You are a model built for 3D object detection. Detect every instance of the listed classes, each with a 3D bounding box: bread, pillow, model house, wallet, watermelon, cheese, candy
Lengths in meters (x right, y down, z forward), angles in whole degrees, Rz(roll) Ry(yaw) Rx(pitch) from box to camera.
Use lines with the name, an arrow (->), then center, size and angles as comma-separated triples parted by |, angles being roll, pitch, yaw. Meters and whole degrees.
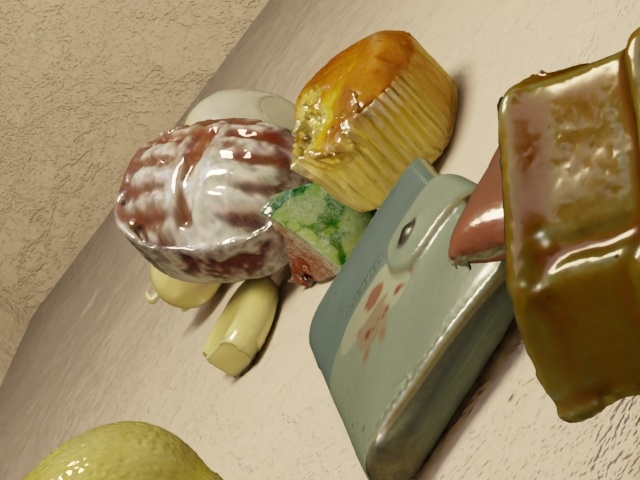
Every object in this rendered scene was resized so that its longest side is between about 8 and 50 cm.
bread -> -0.236, 0.330, 1.405 | 0.320, 0.237, 0.320 | -48, 16, 19
pillow -> 0.197, -0.049, 1.093 | 0.171, 0.075, 0.179 | -10, 36, 42
model house -> 0.241, -0.037, 0.851 | 0.239, 0.173, 0.268 | -21, 67, 46
wallet -> 0.081, 0.057, 1.280 | 0.252, 0.083, 0.360 | -60, 15, 8
watermelon -> 0.016, 0.003, 1.690 | 0.098, 0.121, 0.158 | -47, -36, -25
cheese -> -0.087, 0.075, 1.859 | 0.127, 0.050, 0.255 | -45, 17, 44
bread -> 0.058, -0.150, 1.648 | 0.179, 0.133, 0.250 | -30, 23, 28
candy -> -0.133, -0.056, 1.843 | 0.290, 0.157, 0.214 | -2, 60, 24

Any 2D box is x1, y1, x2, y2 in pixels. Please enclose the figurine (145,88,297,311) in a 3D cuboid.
figurine -> -0.143, -0.025, 2.070 | 0.394, 0.227, 0.274 | -55, 41, 31
